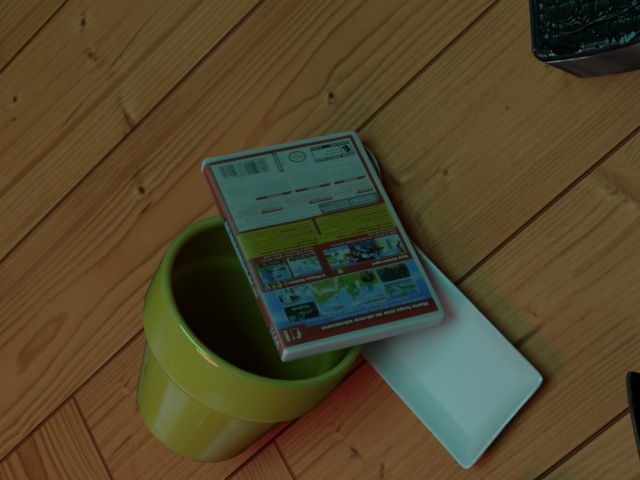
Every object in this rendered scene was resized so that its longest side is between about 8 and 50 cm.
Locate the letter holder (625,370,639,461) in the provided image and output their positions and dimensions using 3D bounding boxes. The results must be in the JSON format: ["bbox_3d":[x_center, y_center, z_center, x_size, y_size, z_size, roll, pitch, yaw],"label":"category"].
[{"bbox_3d":[0.400,0.255,1.621,0.152,0.214,0.302,-20,71,30],"label":"letter holder"}]

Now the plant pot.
[{"bbox_3d":[-0.108,0.136,1.980,0.254,0.254,0.239,62,141,26],"label":"plant pot"}]

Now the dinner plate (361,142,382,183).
[{"bbox_3d":[0.021,-0.061,2.066,0.141,0.017,0.141,-8,77,35],"label":"dinner plate"}]

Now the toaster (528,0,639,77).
[{"bbox_3d":[0.325,-0.272,1.834,0.168,0.110,0.186,-11,75,34],"label":"toaster"}]

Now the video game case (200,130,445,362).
[{"bbox_3d":[0.000,0.000,1.940,0.025,0.204,0.285,107,145,-52],"label":"video game case"}]

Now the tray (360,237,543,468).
[{"bbox_3d":[0.138,0.127,1.941,0.145,0.030,0.270,-53,57,16],"label":"tray"}]
